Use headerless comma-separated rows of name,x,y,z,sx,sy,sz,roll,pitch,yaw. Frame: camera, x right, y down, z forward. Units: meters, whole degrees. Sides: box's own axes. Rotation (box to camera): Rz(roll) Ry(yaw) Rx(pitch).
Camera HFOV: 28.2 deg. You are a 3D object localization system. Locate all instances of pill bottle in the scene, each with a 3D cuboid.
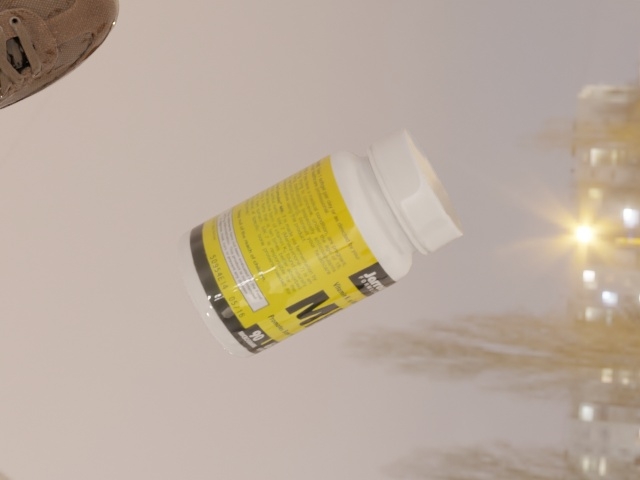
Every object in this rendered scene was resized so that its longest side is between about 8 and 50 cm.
pill bottle,0.000,0.000,1.027,0.119,0.208,0.119,57,-167,-21

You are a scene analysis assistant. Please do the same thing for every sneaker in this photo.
sneaker,-0.177,-0.071,0.603,0.071,0.188,0.066,56,170,51
